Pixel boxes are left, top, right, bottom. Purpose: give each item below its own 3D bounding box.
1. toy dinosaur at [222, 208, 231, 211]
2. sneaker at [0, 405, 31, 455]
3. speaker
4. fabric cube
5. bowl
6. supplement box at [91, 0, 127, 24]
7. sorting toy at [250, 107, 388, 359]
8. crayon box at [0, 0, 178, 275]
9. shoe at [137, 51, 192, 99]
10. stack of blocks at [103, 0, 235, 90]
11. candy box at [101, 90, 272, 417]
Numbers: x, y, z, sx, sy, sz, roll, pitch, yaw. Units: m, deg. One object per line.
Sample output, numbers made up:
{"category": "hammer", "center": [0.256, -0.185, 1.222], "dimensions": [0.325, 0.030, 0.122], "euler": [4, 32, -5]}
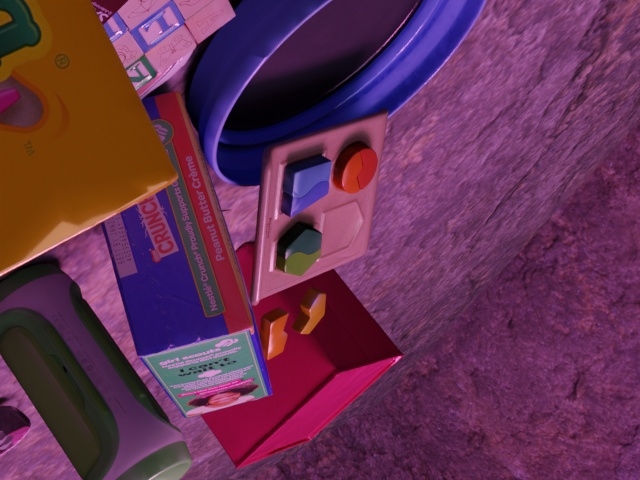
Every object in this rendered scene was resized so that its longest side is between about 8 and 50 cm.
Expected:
{"category": "toy dinosaur", "center": [-0.209, 0.001, 1.398], "dimensions": [0.183, 0.053, 0.092], "euler": [-38, 180, 24]}
{"category": "sneaker", "center": [-0.503, 0.297, 1.532], "dimensions": [0.178, 0.072, 0.077], "euler": [-28, 173, -8]}
{"category": "speaker", "center": [-0.277, 0.171, 1.245], "dimensions": [0.131, 0.296, 0.131], "euler": [-35, 163, -12]}
{"category": "fabric cube", "center": [-0.069, 0.179, 1.757], "dimensions": [0.254, 0.258, 0.259], "euler": [-46, 162, 19]}
{"category": "bowl", "center": [0.020, -0.217, 1.214], "dimensions": [0.391, 0.077, 0.391], "euler": [-34, 164, -11]}
{"category": "supplement box", "center": [-0.118, -0.274, 0.713], "dimensions": [0.239, 0.130, 0.073], "euler": [-41, 163, 11]}
{"category": "sorting toy", "center": [0.000, 0.000, 1.329], "dimensions": [0.229, 0.041, 0.307], "euler": [-26, 134, -42]}
{"category": "crayon box", "center": [-0.281, -0.113, 0.421], "dimensions": [0.313, 0.362, 0.106], "euler": [-31, -164, -21]}
{"category": "shoe", "center": [-0.187, -0.162, 0.972], "dimensions": [0.178, 0.063, 0.081], "euler": [-42, 168, 25]}
{"category": "stack of blocks", "center": [-0.227, -0.160, 0.855], "dimensions": [0.297, 0.087, 0.171], "euler": [-38, 163, -3]}
{"category": "candy box", "center": [-0.150, 0.029, 1.158], "dimensions": [0.122, 0.268, 0.317], "euler": [-17, 161, -3]}
